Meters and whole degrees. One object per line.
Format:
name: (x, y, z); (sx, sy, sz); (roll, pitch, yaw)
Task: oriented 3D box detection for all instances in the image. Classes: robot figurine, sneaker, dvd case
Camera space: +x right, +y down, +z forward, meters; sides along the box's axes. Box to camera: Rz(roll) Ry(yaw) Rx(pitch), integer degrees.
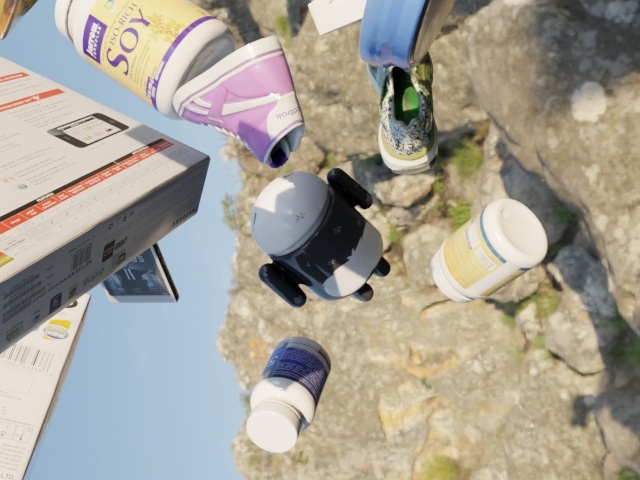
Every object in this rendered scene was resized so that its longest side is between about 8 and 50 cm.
robot figurine: (0.000, -0.002, 1.219); (0.278, 0.173, 0.209); (40, -140, -28)
sneaker: (0.185, -0.361, 1.477); (0.182, 0.157, 0.411); (72, -171, -67)
sneaker: (-0.119, -0.169, 0.966); (0.282, 0.102, 0.161); (-4, 112, 61)
dvd case: (-0.452, 0.062, 1.593); (0.030, 0.179, 0.239); (-81, -14, -44)

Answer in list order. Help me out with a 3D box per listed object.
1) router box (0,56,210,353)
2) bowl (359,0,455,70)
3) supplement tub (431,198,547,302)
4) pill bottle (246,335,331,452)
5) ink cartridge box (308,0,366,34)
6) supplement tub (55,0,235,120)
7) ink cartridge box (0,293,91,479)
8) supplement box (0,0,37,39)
router box: (-0.323, -0.064, 0.672); (0.335, 0.301, 0.082); (-48, -19, -58)
bowl: (0.174, -0.427, 0.959); (0.391, 0.077, 0.391); (-62, -8, -16)
supplement tub: (0.323, 0.025, 1.309); (0.200, 0.144, 0.145); (-45, 43, 47)
pill bottle: (-0.054, 0.256, 1.122); (0.187, 0.111, 0.112); (-62, -39, -60)
ink cartridge box: (0.046, -0.359, 1.032); (0.052, 0.088, 0.122); (69, -155, -13)
supplement tub: (-0.381, -0.444, 1.470); (0.241, 0.331, 0.241); (-54, -8, -11)
ink cartridge box: (-0.541, 0.189, 1.069); (0.151, 0.269, 0.396); (130, 155, -53)
supplement box: (-0.260, -0.215, 0.366); (0.233, 0.080, 0.078); (29, -135, -16)
